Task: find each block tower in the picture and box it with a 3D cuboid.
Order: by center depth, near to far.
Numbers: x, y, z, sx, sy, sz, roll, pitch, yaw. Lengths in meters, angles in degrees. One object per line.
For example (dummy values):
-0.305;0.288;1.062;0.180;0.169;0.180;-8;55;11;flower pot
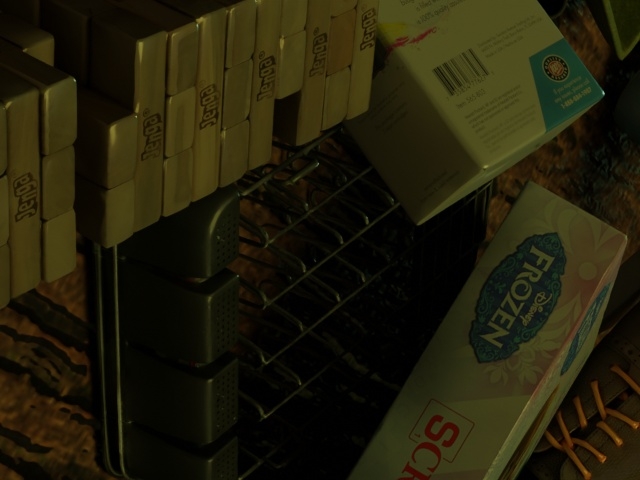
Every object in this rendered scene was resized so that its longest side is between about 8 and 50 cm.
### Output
-0.115;-0.048;0.752;0.335;0.091;0.097;-29;134;-42;block tower

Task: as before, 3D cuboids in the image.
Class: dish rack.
0.000;0.000;0.981;0.271;0.074;0.208;-35;141;-41;dish rack

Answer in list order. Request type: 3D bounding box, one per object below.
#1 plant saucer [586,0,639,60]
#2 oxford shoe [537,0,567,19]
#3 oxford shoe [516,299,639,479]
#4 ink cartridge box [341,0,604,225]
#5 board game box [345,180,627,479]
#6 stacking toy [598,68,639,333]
0.195;-0.235;1.115;0.188;0.045;0.188;-53;148;-16;plant saucer
0.113;-0.217;0.962;0.083;0.096;0.227;-33;136;-37;oxford shoe
0.214;0.130;1.280;0.132;0.130;0.364;-7;133;-48;oxford shoe
0.040;-0.112;0.907;0.104;0.181;0.061;-31;173;-42;ink cartridge box
0.064;0.151;1.090;0.318;0.066;0.319;-58;169;-8;board game box
0.284;-0.078;1.357;0.309;0.130;0.279;-15;150;-48;stacking toy
